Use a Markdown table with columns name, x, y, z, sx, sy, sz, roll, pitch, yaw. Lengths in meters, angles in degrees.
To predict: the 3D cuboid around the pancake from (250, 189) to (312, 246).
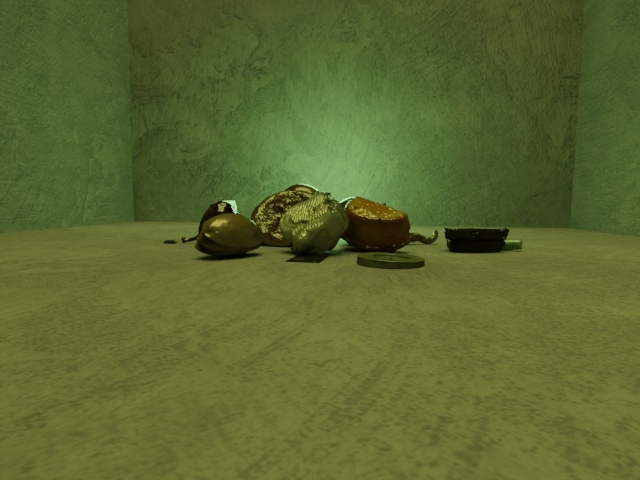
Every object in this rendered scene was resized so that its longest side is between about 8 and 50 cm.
| name | x | y | z | sx | sy | sz | roll | pitch | yaw |
| --- | --- | --- | --- | --- | --- | --- | --- | --- | --- |
| pancake | -0.159 | -0.118 | 2.116 | 0.386 | 0.082 | 0.387 | -2 | 50 | 3 |

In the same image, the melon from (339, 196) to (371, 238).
| name | x | y | z | sx | sy | sz | roll | pitch | yaw |
| --- | --- | --- | --- | --- | --- | --- | --- | --- | --- |
| melon | 0.187 | -0.100 | 2.154 | 0.237 | 0.238 | 0.301 | -2 | 12 | -29 |

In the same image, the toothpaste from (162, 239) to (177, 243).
| name | x | y | z | sx | sy | sz | roll | pitch | yaw |
| --- | --- | --- | --- | --- | --- | --- | --- | --- | --- |
| toothpaste | -0.736 | 0.006 | 2.106 | 0.083 | 0.019 | 0.027 | 2 | 29 | 25 |

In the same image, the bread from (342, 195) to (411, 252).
| name | x | y | z | sx | sy | sz | roll | pitch | yaw |
| --- | --- | --- | --- | --- | --- | --- | --- | --- | --- |
| bread | 0.212 | -0.058 | 1.856 | 0.340 | 0.195 | 0.179 | 24 | 31 | 34 |

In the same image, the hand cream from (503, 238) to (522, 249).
| name | x | y | z | sx | sy | sz | roll | pitch | yaw |
| --- | --- | --- | --- | --- | --- | --- | --- | --- | --- |
| hand cream | 0.819 | 0.020 | 1.981 | 0.204 | 0.050 | 0.078 | -2 | 20 | 35 |

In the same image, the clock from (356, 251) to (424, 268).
| name | x | y | z | sx | sy | sz | roll | pitch | yaw |
| --- | --- | --- | --- | --- | --- | --- | --- | --- | --- |
| clock | 0.245 | 0.070 | 1.501 | 0.234 | 0.029 | 0.235 | 3 | 6 | 0 |

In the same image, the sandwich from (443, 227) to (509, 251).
| name | x | y | z | sx | sy | sz | roll | pitch | yaw |
| --- | --- | --- | --- | --- | --- | --- | --- | --- | --- |
| sandwich | 0.668 | -0.002 | 1.922 | 0.292 | 0.109 | 0.212 | 0 | -1 | -26 |

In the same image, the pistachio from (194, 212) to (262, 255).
| name | x | y | z | sx | sy | sz | roll | pitch | yaw |
| --- | --- | --- | --- | --- | --- | --- | --- | --- | --- |
| pistachio | -0.345 | -0.016 | 1.654 | 0.181 | 0.162 | 0.293 | 44 | 24 | 25 |

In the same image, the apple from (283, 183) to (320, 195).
| name | x | y | z | sx | sy | sz | roll | pitch | yaw |
| --- | --- | --- | --- | --- | --- | --- | --- | --- | --- |
| apple | -0.109 | -0.162 | 2.359 | 0.318 | 0.319 | 0.277 | 1 | -27 | -1 |

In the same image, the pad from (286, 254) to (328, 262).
| name | x | y | z | sx | sy | sz | roll | pitch | yaw |
| --- | --- | --- | --- | --- | --- | --- | --- | --- | --- |
| pad | -0.047 | 0.068 | 1.604 | 0.127 | 0.004 | 0.190 | 2 | 5 | 11 |

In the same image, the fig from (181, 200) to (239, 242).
| name | x | y | z | sx | sy | sz | roll | pitch | yaw |
| --- | --- | --- | --- | --- | --- | --- | --- | --- | --- |
| fig | -0.544 | -0.058 | 2.122 | 0.320 | 0.217 | 0.217 | -22 | 0 | 13 |

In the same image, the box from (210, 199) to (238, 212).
| name | x | y | z | sx | sy | sz | roll | pitch | yaw |
| --- | --- | --- | --- | --- | --- | --- | --- | --- | --- |
| box | -0.546 | -0.122 | 2.493 | 0.086 | 0.215 | 0.215 | -12 | 4 | 10 |

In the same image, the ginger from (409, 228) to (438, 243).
| name | x | y | z | sx | sy | sz | roll | pitch | yaw |
| --- | --- | --- | --- | --- | --- | --- | --- | --- | --- |
| ginger | 0.480 | -0.015 | 2.185 | 0.287 | 0.075 | 0.089 | -5 | -16 | -13 |

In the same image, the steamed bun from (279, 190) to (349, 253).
| name | x | y | z | sx | sy | sz | roll | pitch | yaw |
| --- | --- | --- | --- | --- | --- | --- | --- | --- | --- |
| steamed bun | -0.014 | -0.047 | 1.806 | 0.280 | 0.207 | 0.268 | -37 | 35 | -3 |
